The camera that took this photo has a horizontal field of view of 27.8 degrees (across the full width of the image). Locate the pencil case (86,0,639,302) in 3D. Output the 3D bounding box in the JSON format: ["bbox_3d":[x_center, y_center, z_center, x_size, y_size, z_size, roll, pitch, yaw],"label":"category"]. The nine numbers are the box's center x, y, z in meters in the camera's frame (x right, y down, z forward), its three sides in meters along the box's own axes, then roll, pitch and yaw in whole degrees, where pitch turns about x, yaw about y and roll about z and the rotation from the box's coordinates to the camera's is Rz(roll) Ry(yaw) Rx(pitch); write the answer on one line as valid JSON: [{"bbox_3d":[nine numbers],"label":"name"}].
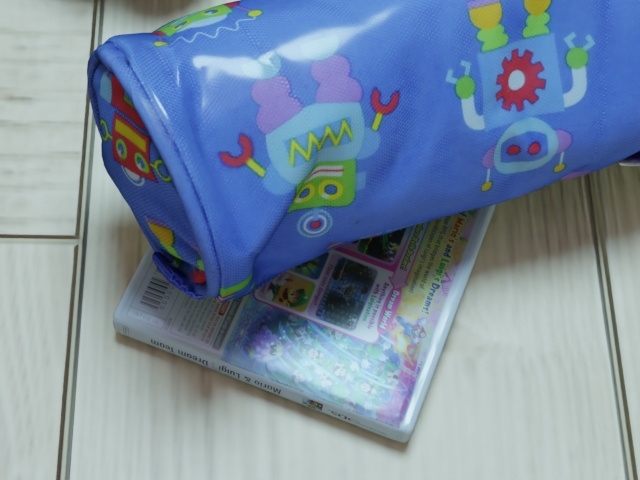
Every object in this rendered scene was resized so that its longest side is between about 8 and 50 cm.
[{"bbox_3d":[0.055,-0.066,0.573,0.306,0.119,0.133,-19,110,-17],"label":"pencil case"}]

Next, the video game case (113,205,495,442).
[{"bbox_3d":[0.000,0.000,0.609,0.143,0.019,0.157,21,61,6],"label":"video game case"}]
